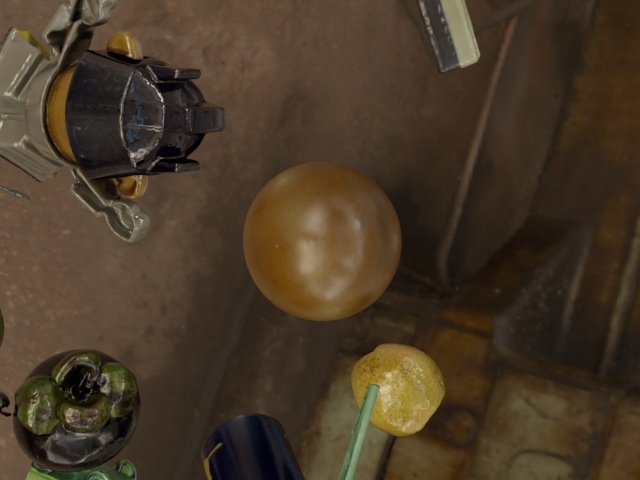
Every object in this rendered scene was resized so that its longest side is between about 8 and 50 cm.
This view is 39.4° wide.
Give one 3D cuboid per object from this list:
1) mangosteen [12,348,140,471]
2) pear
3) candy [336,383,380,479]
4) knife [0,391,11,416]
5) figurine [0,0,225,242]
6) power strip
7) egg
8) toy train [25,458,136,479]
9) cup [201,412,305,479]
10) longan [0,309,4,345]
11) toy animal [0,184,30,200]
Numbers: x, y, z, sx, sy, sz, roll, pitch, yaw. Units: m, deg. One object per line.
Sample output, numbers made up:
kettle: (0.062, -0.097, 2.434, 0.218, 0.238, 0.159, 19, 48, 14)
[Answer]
mangosteen: (-0.420, 0.290, 1.544, 0.242, 0.242, 0.243, -11, 106, -44)
pear: (0.139, 0.270, 1.650, 0.178, 0.178, 0.178, -11, 106, -44)
candy: (0.020, 0.291, 0.987, 0.092, 0.093, 0.336, 65, 34, -37)
knife: (-0.692, 0.229, 1.577, 0.089, 0.365, 0.043, 68, 42, -64)
figurine: (-0.253, -0.141, 1.021, 0.143, 0.308, 0.309, -49, 129, -39)
power strip: (0.145, -0.357, 1.191, 0.070, 0.105, 0.257, -20, 113, 6)
egg: (0.000, 0.000, 1.607, 0.282, 0.351, 0.283, -2, 97, -15)
toy train: (-0.464, 0.477, 1.712, 0.105, 0.253, 0.157, -5, 112, -68)
cup: (-0.133, 0.483, 1.620, 0.178, 0.256, 0.255, 24, 116, -38)
longan: (-0.564, 0.125, 1.382, 0.145, 0.176, 0.155, -6, 94, -9)
toy animal: (-0.601, -0.156, 1.551, 0.070, 0.079, 0.253, -38, 139, -20)
